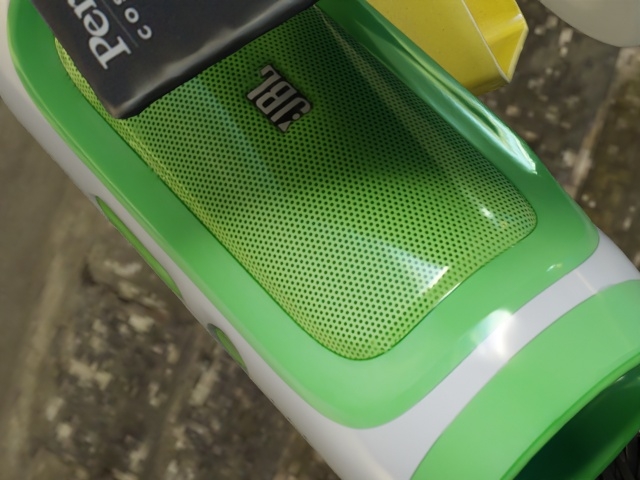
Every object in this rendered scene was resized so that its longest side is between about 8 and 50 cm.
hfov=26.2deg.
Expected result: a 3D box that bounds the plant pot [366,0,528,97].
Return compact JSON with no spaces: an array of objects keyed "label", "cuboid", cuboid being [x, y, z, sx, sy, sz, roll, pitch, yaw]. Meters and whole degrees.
[{"label":"plant pot","cuboid":[0.001,-0.173,0.917,0.212,0.187,0.212,60,19,-10]}]

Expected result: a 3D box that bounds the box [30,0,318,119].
[{"label":"box","cuboid":[-0.002,-0.235,0.354,0.296,0.294,0.183,56,39,-12]}]

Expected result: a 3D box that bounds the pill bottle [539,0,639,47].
[{"label":"pill bottle","cuboid":[0.198,-0.228,0.628,0.272,0.152,0.152,-40,143,-5]}]

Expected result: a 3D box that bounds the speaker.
[{"label":"speaker","cuboid":[-0.009,-0.022,0.520,0.131,0.296,0.131,-35,153,-21]}]

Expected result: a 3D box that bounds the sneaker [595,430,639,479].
[{"label":"sneaker","cuboid":[0.203,0.179,1.067,0.178,0.295,0.123,-16,91,-30]}]
